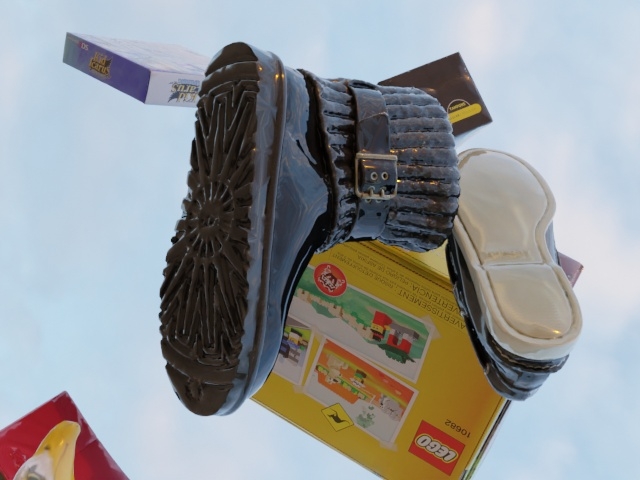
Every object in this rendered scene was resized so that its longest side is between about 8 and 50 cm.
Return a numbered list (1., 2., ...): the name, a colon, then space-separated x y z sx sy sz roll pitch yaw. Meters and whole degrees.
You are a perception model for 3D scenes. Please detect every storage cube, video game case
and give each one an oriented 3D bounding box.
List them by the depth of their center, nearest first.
1. storage cube: -0.431 0.365 1.345 0.215 0.193 0.183 -37 -92 26
2. video game case: -0.270 -0.290 1.602 0.269 0.244 0.061 29 -68 41

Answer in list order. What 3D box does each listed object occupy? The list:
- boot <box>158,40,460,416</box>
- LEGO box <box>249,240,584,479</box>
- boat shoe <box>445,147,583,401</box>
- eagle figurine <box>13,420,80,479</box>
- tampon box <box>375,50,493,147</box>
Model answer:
1. boot: 0.003 -0.001 0.885 0.131 0.260 0.347 7 -94 50
2. LEGO box: 0.056 0.101 1.329 0.500 0.193 0.372 29 -53 15
3. boat shoe: 0.192 0.028 0.978 0.340 0.127 0.113 -99 -169 -52
4. eagle figurine: -0.139 0.171 0.340 0.225 0.298 0.226 -92 -177 -61
5. tampon box: 0.123 -0.152 1.194 0.101 0.120 0.161 65 -15 4
